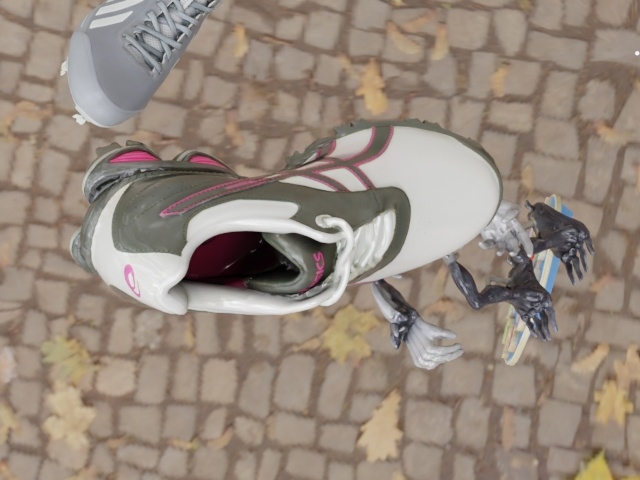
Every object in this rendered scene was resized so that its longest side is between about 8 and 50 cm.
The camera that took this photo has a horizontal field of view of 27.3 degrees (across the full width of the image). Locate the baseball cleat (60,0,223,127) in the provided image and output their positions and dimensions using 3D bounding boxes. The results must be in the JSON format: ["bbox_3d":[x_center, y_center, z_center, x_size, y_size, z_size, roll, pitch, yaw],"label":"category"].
[{"bbox_3d":[-0.111,-0.164,0.934,0.109,0.206,0.072,-26,121,33],"label":"baseball cleat"}]

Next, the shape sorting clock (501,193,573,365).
[{"bbox_3d":[0.243,0.045,1.529,0.040,0.206,0.206,19,102,5],"label":"shape sorting clock"}]

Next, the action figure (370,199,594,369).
[{"bbox_3d":[0.113,0.013,1.128,0.164,0.276,0.141,-59,39,28],"label":"action figure"}]

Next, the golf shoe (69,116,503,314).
[{"bbox_3d":[0.000,0.000,0.748,0.273,0.120,0.105,-8,118,-26],"label":"golf shoe"}]
